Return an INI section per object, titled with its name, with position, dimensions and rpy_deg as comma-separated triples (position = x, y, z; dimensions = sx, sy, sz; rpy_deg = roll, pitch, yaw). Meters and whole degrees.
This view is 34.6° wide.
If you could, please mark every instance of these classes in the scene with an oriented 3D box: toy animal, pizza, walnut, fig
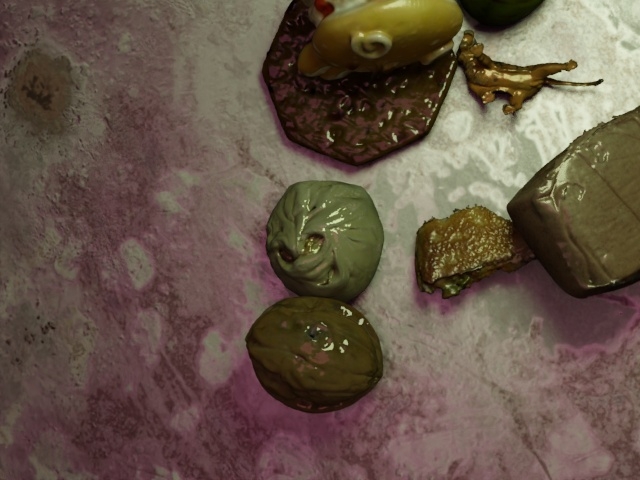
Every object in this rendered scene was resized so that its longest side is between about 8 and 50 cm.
[toy animal]
position = 0.356, -0.280, 1.779
dimensions = 0.255, 0.116, 0.114
rpy_deg = 13, 111, 6
[pizza]
position = 0.265, 0.014, 1.782
dimensions = 0.226, 0.069, 0.147
rpy_deg = -21, 61, 5
[walnut]
position = -0.011, 0.193, 1.753
dimensions = 0.245, 0.198, 0.198
rpy_deg = 16, 89, 2
[fig]
position = 0.362, -0.451, 1.787
dimensions = 0.259, 0.151, 0.151
rpy_deg = -6, 84, -17

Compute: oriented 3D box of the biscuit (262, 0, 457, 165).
[biscuit]
position = 0.068, -0.311, 1.846
dimensions = 0.359, 0.046, 0.359
rpy_deg = -1, 85, 12

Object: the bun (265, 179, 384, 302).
[bun]
position = 0.000, 0.000, 1.796
dimensions = 0.231, 0.133, 0.231
rpy_deg = 0, 88, 11

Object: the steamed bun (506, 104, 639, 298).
[steamed bun]
position = 0.453, -0.055, 1.685
dimensions = 0.301, 0.199, 0.251
rpy_deg = -36, 94, -15

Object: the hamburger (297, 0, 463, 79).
[hamburger]
position = 0.084, -0.370, 1.705
dimensions = 0.303, 0.261, 0.186
rpy_deg = -8, 87, 31
